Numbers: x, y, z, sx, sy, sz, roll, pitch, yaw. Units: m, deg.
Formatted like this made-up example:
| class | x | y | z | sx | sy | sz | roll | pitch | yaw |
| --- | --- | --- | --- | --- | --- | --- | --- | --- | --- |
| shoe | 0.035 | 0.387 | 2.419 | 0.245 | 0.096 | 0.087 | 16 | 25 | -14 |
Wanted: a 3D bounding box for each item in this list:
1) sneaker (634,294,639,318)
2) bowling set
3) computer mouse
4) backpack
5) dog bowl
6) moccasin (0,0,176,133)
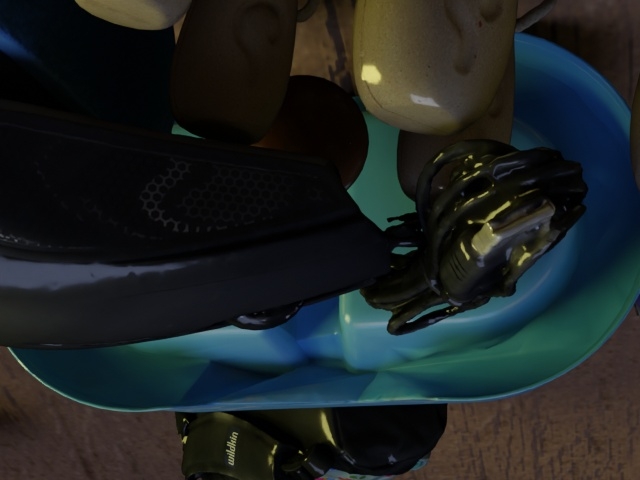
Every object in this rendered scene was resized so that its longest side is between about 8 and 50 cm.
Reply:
| class | x | y | z | sx | sy | sz | roll | pitch | yaw |
| --- | --- | --- | --- | --- | --- | --- | --- | --- | --- |
| sneaker | 0.295 | 0.012 | 0.807 | 0.293 | 0.102 | 0.146 | 9 | 145 | -18 |
| bowling set | 0.017 | -0.103 | 0.623 | 0.287 | 0.154 | 0.200 | 18 | 165 | -26 |
| computer mouse | -0.056 | 0.006 | 0.589 | 0.272 | 0.072 | 0.188 | 8 | 167 | -7 |
| backpack | -0.007 | 0.080 | 0.908 | 0.115 | 0.152 | 0.182 | 14 | 154 | -24 |
| dog bowl | 0.000 | 0.000 | 0.755 | 0.297 | 0.166 | 0.074 | -3 | 163 | 10 |
| moccasin | -0.159 | -0.103 | 0.554 | 0.117 | 0.138 | 0.342 | -5 | 149 | 18 |
